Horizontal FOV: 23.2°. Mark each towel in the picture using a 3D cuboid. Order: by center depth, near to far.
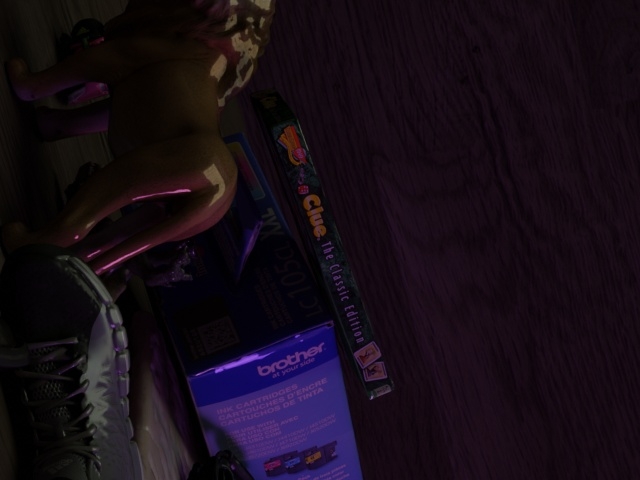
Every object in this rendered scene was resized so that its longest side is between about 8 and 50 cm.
[{"bbox_3d":[-0.131,0.272,1.399,0.317,0.053,0.332,-100,174,-62],"label":"towel"}]

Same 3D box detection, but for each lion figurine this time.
[{"bbox_3d":[-0.134,-0.093,1.304,0.142,0.240,0.392,71,6,-51],"label":"lion figurine"}]

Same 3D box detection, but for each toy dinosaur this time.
[{"bbox_3d":[-0.167,0.019,1.332,0.268,0.118,0.064,-99,-179,-57],"label":"toy dinosaur"}]

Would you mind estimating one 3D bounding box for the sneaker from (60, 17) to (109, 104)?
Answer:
[{"bbox_3d":[-0.234,-0.185,1.580,0.170,0.063,0.075,-111,-175,-75],"label":"sneaker"}]

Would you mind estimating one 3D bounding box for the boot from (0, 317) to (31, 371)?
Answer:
[{"bbox_3d":[-0.230,-0.039,0.776,0.263,0.091,0.229,43,33,-80],"label":"boot"}]

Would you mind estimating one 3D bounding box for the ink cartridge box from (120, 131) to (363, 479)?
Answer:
[{"bbox_3d":[-0.081,0.088,1.535,0.395,0.151,0.270,77,-11,-51],"label":"ink cartridge box"}]

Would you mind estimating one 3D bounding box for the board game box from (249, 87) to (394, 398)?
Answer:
[{"bbox_3d":[0.000,0.000,1.366,0.136,0.030,0.260,-127,-164,-69],"label":"board game box"}]

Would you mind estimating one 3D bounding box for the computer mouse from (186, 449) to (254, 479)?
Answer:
[{"bbox_3d":[-0.067,0.307,1.431,0.262,0.060,0.184,54,23,-51],"label":"computer mouse"}]

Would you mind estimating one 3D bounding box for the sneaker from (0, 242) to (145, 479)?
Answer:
[{"bbox_3d":[-0.174,0.122,1.079,0.132,0.086,0.229,-87,163,-72],"label":"sneaker"}]
